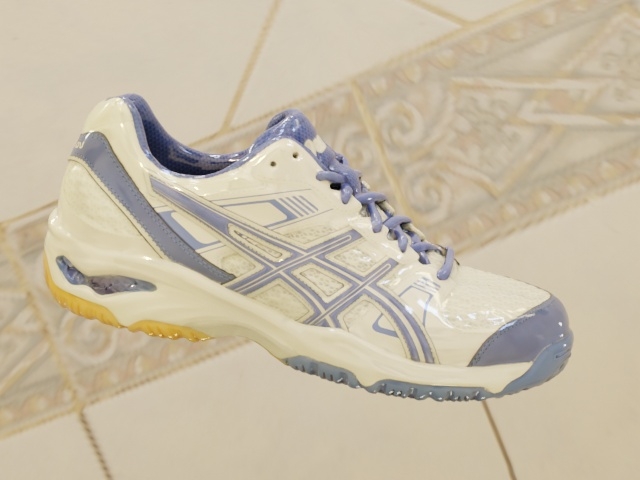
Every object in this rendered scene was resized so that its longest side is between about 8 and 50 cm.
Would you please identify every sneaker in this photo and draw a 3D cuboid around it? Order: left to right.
[{"bbox_3d":[0.000,0.000,0.892,0.296,0.112,0.131,12,101,-2],"label":"sneaker"}]
